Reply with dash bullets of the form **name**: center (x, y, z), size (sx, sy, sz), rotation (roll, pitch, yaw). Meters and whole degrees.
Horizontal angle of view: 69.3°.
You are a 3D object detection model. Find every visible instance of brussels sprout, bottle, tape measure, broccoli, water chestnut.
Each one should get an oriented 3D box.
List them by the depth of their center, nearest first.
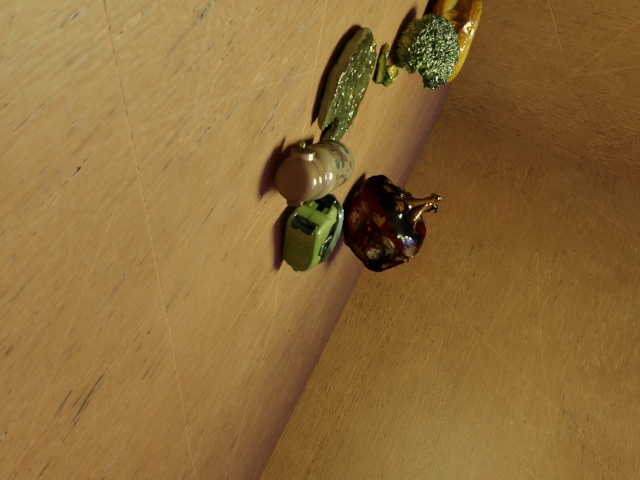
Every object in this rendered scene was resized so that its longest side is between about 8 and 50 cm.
- **bottle**: center (-0.010, -0.132, 0.845), size (0.209, 0.097, 0.110), rotation (-42, 141, -64)
- **tape measure**: center (-0.013, -0.018, 1.033), size (0.175, 0.106, 0.200), rotation (-54, 166, -35)
- **brussels sprout**: center (0.176, -0.433, 1.223), size (0.083, 0.046, 0.051), rotation (-53, 168, -46)
- **broccoli**: center (0.298, -0.525, 1.299), size (0.226, 0.198, 0.176), rotation (-36, -161, -9)
- **water chestnut**: center (0.244, -0.078, 1.572), size (0.347, 0.335, 0.335), rotation (-37, -176, 29)

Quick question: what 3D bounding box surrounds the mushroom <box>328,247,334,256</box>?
- **mushroom**: center (0.002, 0.001, 1.215), size (0.170, 0.080, 0.135), rotation (-46, 167, -52)

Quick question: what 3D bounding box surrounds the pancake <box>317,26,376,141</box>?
- **pancake**: center (0.056, -0.310, 0.942), size (0.253, 0.037, 0.253), rotation (24, 90, -80)

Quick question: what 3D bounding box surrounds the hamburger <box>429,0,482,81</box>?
- **hamburger**: center (0.430, -0.688, 1.561), size (0.290, 0.170, 0.314), rotation (-65, 170, 11)

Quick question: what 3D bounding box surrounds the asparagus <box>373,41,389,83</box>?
- **asparagus**: center (0.153, -0.440, 1.158), size (0.021, 0.025, 0.108), rotation (-84, -178, -47)
